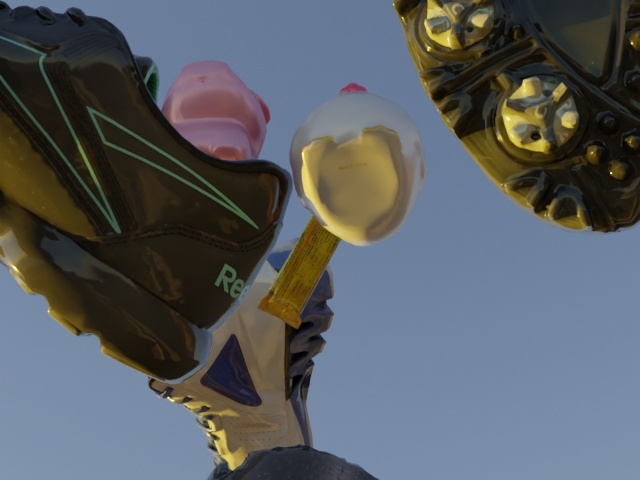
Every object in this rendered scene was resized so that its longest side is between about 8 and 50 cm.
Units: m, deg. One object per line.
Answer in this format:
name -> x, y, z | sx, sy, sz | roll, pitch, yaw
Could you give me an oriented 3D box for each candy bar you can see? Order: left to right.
candy bar -> 0.000, 0.000, 0.943 | 0.040, 0.018, 0.161 | 30, -78, 6

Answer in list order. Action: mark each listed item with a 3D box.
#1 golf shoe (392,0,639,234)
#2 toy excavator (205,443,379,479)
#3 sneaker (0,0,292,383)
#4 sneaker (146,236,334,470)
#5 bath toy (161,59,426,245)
golf shoe -> 0.076, -0.109, 0.416 | 0.105, 0.272, 0.120 | -18, -32, 7
toy excavator -> -0.173, 0.242, 0.478 | 0.445, 0.222, 0.432 | -24, -69, 22
sneaker -> -0.133, -0.057, 0.464 | 0.267, 0.101, 0.106 | 38, -93, -3
sneaker -> -0.102, 0.144, 1.100 | 0.182, 0.127, 0.315 | -1, -70, -22
bath toy -> -0.097, -0.066, 0.826 | 0.348, 0.129, 0.151 | -1, -74, 5
